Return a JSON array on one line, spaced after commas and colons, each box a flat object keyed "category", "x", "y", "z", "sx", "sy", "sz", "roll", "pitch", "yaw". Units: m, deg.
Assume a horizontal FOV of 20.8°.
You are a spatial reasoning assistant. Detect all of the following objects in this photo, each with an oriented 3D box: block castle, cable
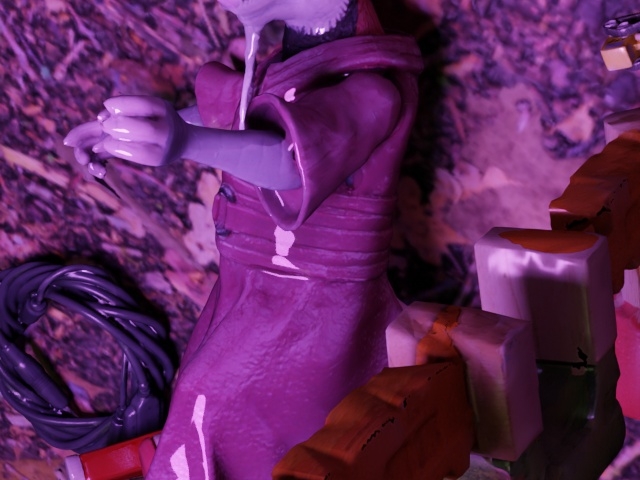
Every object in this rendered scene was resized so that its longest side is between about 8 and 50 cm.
[{"category": "block castle", "x": 0.183, "y": 0.119, "z": 0.702, "sx": 0.303, "sy": 0.453, "sz": 0.213, "roll": 6, "pitch": 118, "yaw": 31}, {"category": "cable", "x": -0.170, "y": 0.077, "z": 1.208, "sx": 0.150, "sy": 0.047, "sz": 0.184, "roll": 27, "pitch": 138, "yaw": 23}]

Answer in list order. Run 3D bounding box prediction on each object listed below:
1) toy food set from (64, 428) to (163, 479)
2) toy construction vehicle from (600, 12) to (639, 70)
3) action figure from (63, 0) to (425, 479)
[{"category": "toy food set", "x": -0.112, "y": 0.184, "z": 1.147, "sx": 0.232, "sy": 0.104, "sz": 0.111, "roll": 131, "pitch": 124, "yaw": -72}, {"category": "toy construction vehicle", "x": 0.166, "y": -0.120, "z": 0.822, "sx": 0.098, "sy": 0.035, "sz": 0.086, "roll": -7, "pitch": 118, "yaw": 38}, {"category": "action figure", "x": 0.000, "y": 0.000, "z": 0.922, "sx": 0.276, "sy": 0.248, "sz": 0.370, "roll": 8, "pitch": 106, "yaw": -11}]
